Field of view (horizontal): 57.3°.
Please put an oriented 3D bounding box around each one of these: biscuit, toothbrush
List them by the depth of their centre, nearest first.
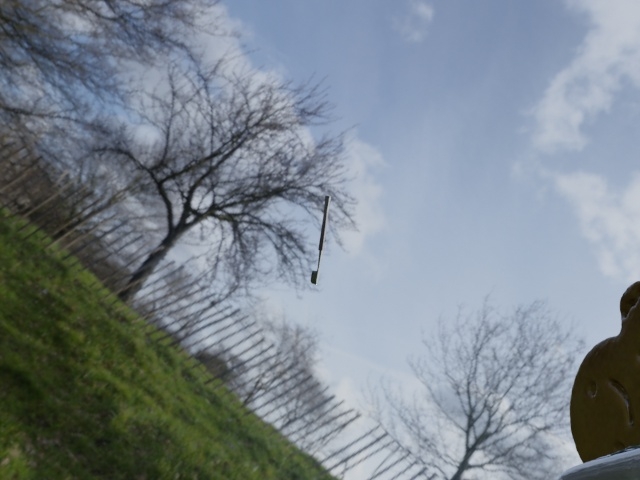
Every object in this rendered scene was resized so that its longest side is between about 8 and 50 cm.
[{"bbox_3d":[0.436,0.181,0.752,0.052,0.275,0.355,13,-47,-13],"label":"biscuit"},{"bbox_3d":[0.002,0.000,1.256,0.017,0.195,0.014,12,8,16],"label":"toothbrush"}]

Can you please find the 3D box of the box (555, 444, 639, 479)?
[{"bbox_3d":[0.188,0.248,0.321,0.105,0.337,0.264,23,-31,3],"label":"box"}]
